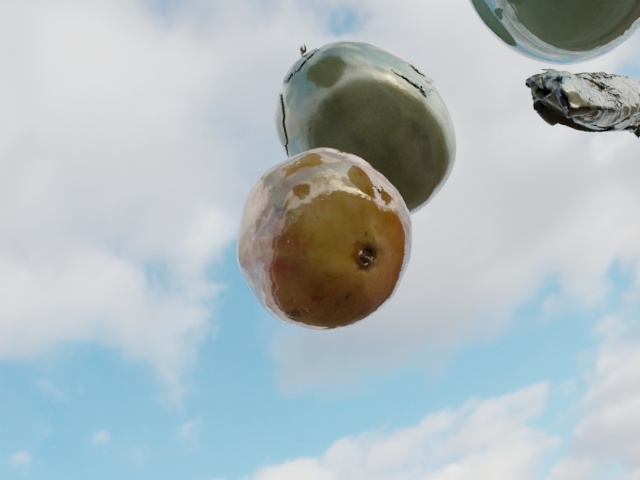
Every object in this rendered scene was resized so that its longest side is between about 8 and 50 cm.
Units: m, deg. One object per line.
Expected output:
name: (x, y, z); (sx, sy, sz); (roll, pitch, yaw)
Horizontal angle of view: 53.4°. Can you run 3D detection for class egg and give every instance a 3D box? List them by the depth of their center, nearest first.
egg: (0.248, -0.293, 0.653); (0.203, 0.203, 0.282); (-39, -27, 14)

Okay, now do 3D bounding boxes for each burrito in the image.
burrito: (0.207, -0.103, 0.473); (0.171, 0.051, 0.042); (-11, -34, -42)

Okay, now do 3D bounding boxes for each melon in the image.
melon: (0.072, -0.186, 1.055); (0.268, 0.268, 0.330); (-41, -78, 16)

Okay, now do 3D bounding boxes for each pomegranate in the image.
pomegranate: (-0.001, -0.001, 0.664); (0.191, 0.191, 0.191); (-16, -40, -14)
